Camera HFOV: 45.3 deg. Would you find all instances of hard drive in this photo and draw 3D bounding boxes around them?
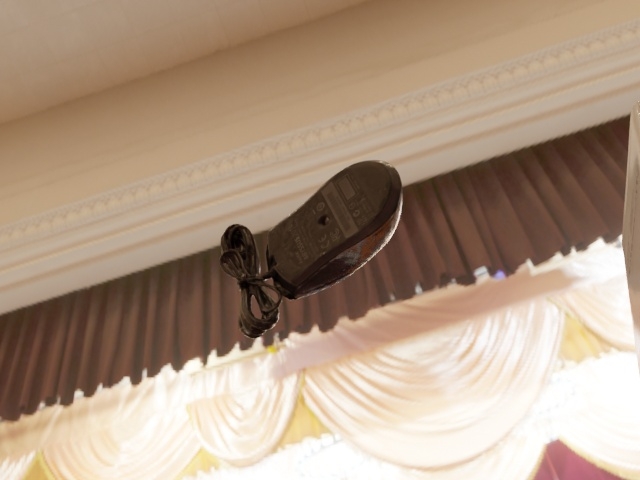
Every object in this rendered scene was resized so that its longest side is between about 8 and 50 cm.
[{"bbox_3d":[0.392,0.016,0.891,0.047,0.353,0.233,1,-56,17],"label":"hard drive"}]

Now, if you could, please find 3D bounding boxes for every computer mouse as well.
[{"bbox_3d":[0.000,0.000,0.995,0.272,0.188,0.072,-34,-42,16],"label":"computer mouse"}]
